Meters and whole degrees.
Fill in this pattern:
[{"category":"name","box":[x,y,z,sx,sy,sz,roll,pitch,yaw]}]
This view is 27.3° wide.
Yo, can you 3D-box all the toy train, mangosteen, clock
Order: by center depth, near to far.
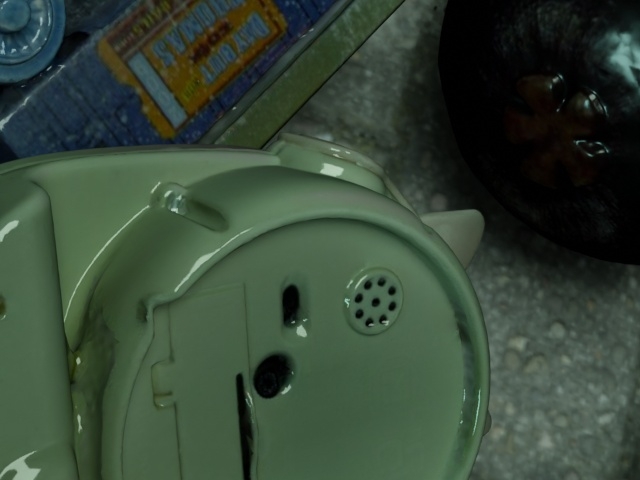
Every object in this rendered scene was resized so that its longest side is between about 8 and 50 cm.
[{"category":"clock","box":[-0.033,0.076,0.666,0.324,0.109,0.265,-13,106,-30]},{"category":"toy train","box":[-0.103,-0.123,0.751,0.299,0.131,0.202,-48,115,-24]},{"category":"mangosteen","box":[0.222,-0.127,0.798,0.302,0.275,0.275,-32,82,-37]}]
